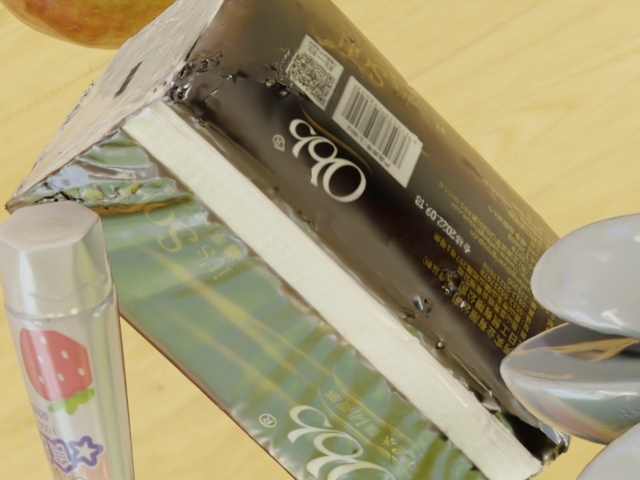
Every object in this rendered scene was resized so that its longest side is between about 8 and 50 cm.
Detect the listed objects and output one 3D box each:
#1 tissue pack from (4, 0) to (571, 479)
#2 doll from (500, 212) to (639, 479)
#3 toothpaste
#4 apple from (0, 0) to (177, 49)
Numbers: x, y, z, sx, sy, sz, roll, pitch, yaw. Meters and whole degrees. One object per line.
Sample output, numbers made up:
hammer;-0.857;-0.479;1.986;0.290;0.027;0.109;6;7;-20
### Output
tissue pack;0.000;0.000;1.276;0.370;0.198;0.210;46;44;-17
doll;0.146;0.064;0.599;0.258;0.195;0.153;-25;103;-16
toothpaste;-0.093;0.079;0.753;0.042;0.067;0.195;-17;120;-19
apple;-0.169;-0.284;1.586;0.309;0.250;0.278;13;65;-18
